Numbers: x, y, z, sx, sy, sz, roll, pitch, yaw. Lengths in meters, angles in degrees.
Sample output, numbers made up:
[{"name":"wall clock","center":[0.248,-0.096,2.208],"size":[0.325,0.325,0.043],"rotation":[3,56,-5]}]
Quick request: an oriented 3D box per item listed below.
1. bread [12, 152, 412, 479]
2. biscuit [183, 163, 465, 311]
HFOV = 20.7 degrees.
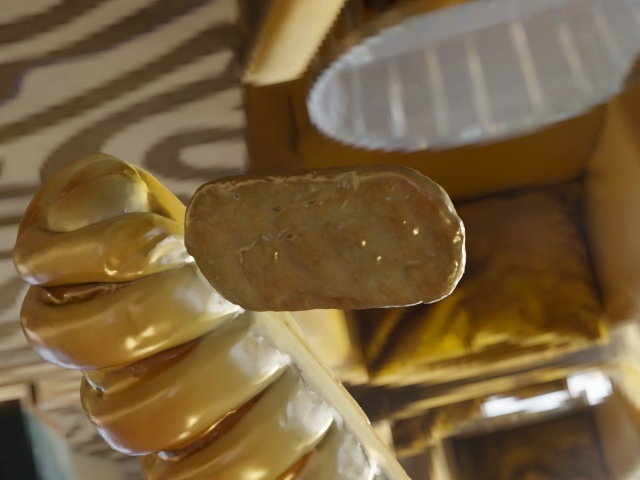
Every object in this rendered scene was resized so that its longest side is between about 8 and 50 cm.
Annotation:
[{"name":"bread","center":[-0.053,0.095,0.981],"size":[0.121,0.311,0.173],"rotation":[-39,-164,0]},{"name":"biscuit","center":[0.000,0.000,0.806],"size":[0.147,0.071,0.018],"rotation":[-3,-155,30]}]
